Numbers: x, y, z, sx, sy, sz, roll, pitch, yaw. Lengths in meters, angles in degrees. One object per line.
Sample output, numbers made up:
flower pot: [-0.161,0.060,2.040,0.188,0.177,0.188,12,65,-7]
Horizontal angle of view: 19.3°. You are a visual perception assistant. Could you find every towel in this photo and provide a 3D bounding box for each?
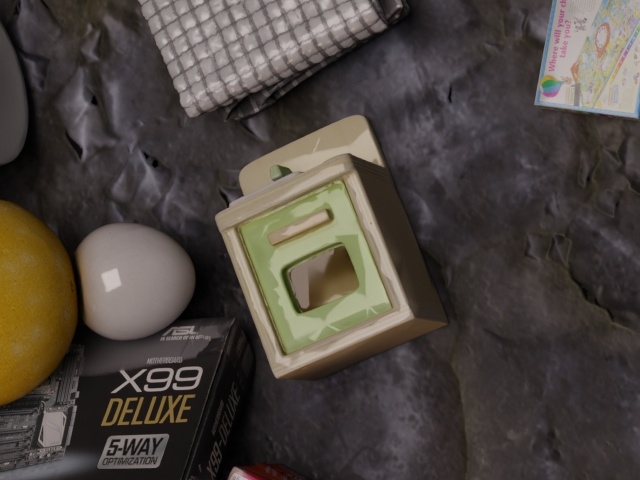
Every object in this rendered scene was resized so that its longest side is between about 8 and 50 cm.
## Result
towel: [-0.062,-0.280,1.882,0.235,0.121,0.284,-28,75,15]

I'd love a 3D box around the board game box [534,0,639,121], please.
board game box: [0.268,-0.196,1.795,0.103,0.026,0.154,10,89,21]

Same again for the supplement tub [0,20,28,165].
supplement tub: [-0.499,-0.130,1.966,0.331,0.241,0.241,-16,80,19]

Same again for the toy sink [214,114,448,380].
toy sink: [0.000,0.000,1.823,0.152,0.131,0.234,-24,77,17]

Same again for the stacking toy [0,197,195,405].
stacking toy: [-0.359,0.062,1.824,0.479,0.350,0.351,-7,81,-15]

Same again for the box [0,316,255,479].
box: [-0.238,0.193,1.855,0.307,0.076,0.242,-4,43,21]

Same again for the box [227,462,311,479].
box: [-0.062,0.355,1.819,0.128,0.122,0.257,27,95,20]
